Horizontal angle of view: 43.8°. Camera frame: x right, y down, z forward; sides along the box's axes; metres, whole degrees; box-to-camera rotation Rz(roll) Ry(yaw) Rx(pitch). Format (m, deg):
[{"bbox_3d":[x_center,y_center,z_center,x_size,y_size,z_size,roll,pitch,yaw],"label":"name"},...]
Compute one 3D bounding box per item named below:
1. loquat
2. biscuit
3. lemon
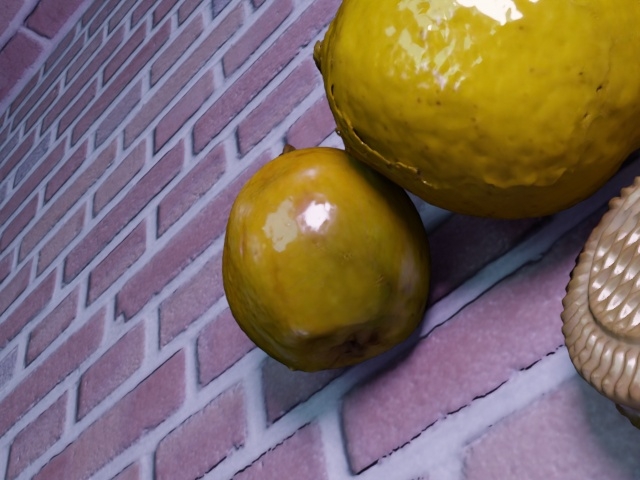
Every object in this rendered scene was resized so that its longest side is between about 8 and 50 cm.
[{"bbox_3d":[0.000,0.000,0.772,0.213,0.213,0.246,-37,52,29],"label":"loquat"},{"bbox_3d":[0.259,0.014,0.496,0.259,0.079,0.259,-51,12,15],"label":"biscuit"},{"bbox_3d":[0.134,-0.145,0.663,0.311,0.253,0.253,17,75,24],"label":"lemon"}]
